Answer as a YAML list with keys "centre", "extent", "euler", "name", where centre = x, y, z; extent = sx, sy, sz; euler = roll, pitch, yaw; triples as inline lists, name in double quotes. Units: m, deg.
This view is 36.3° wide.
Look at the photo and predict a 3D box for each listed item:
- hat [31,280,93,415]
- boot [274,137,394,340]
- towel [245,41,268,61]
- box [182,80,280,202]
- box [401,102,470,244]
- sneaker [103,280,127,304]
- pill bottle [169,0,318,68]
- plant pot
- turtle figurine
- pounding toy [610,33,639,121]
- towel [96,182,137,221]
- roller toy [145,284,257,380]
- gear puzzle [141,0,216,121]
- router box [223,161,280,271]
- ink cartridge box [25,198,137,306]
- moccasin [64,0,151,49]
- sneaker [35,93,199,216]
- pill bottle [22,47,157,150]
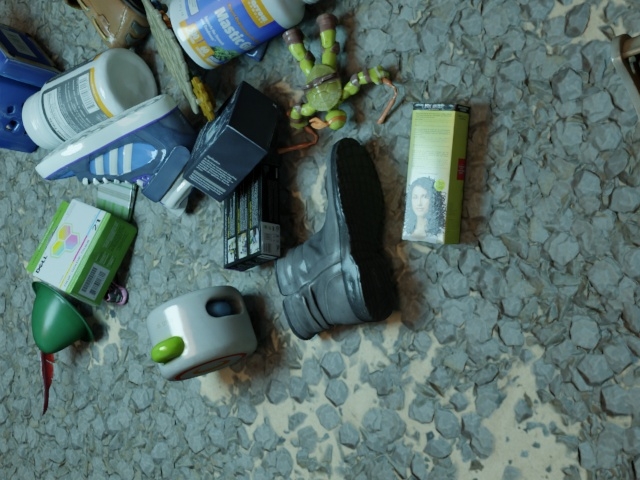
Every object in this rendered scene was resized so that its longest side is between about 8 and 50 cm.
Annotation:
- centre: [-0.607, 0.220, 2.093]
  extent: [0.208, 0.183, 0.173]
  euler: [39, 152, 8]
  name: "hat"
- centre: [0.000, 0.000, 1.738]
  extent: [0.222, 0.118, 0.338]
  euler: [-15, 75, 43]
  name: "boot"
- centre: [-0.147, -0.512, 1.859]
  extent: [0.209, 0.034, 0.285]
  euler: [28, 109, 14]
  name: "towel"
- centre: [-0.163, -0.183, 1.804]
  extent: [0.158, 0.093, 0.156]
  euler: [-43, 23, 34]
  name: "box"
- centre: [0.193, -0.112, 1.626]
  extent: [0.087, 0.058, 0.232]
  euler: [5, 93, 36]
  name: "box"
- centre: [-0.473, 0.102, 2.107]
  extent: [0.119, 0.057, 0.047]
  euler: [27, 108, 33]
  name: "sneaker"
- centre: [-0.124, -0.433, 1.766]
  extent: [0.272, 0.152, 0.152]
  euler: [-23, 77, 23]
  name: "pill bottle"
- centre: [-0.729, -0.359, 2.188]
  extent: [0.236, 0.236, 0.212]
  euler: [48, 109, 25]
  name: "plant pot"
- centre: [-0.004, -0.280, 1.748]
  extent: [0.269, 0.087, 0.217]
  euler: [-24, 76, 33]
  name: "turtle figurine"
- centre: [0.504, -0.231, 1.342]
  extent: [0.155, 0.154, 0.270]
  euler: [-17, 81, 35]
  name: "pounding toy"
- centre: [-0.434, -0.126, 2.103]
  extent: [0.113, 0.023, 0.152]
  euler: [20, 104, 36]
  name: "towel"
- centre: [-0.227, 0.171, 1.851]
  extent: [0.191, 0.209, 0.146]
  euler: [-19, 77, -5]
  name: "roller toy"
- centre: [-0.261, -0.347, 1.866]
  extent: [0.175, 0.044, 0.339]
  euler: [78, 164, -46]
  name: "gear puzzle"
- centre: [-0.130, -0.043, 1.826]
  extent: [0.133, 0.046, 0.179]
  euler: [-20, 65, 49]
  name: "router box"
- centre: [-0.546, 0.009, 2.100]
  extent: [0.255, 0.097, 0.189]
  euler: [20, 79, 34]
  name: "ink cartridge box"
- centre: [-0.503, -0.544, 2.088]
  extent: [0.147, 0.139, 0.380]
  euler: [-46, 74, 17]
  name: "moccasin"
- centre: [-0.373, -0.125, 1.932]
  extent: [0.322, 0.130, 0.236]
  euler: [-25, 109, 10]
  name: "sneaker"
- centre: [-0.490, -0.289, 2.053]
  extent: [0.278, 0.162, 0.162]
  euler: [-15, 81, 36]
  name: "pill bottle"
